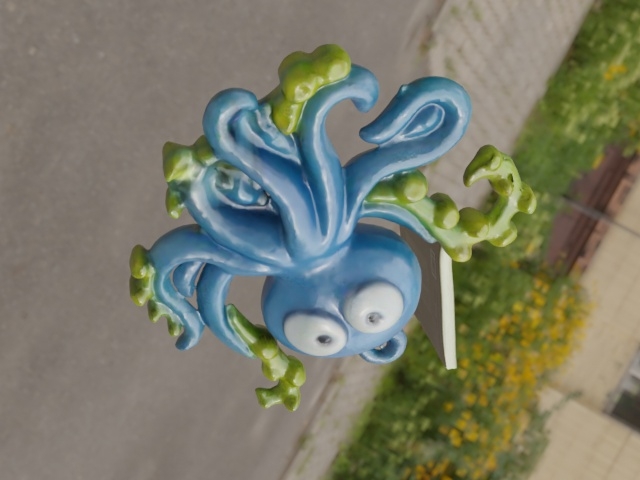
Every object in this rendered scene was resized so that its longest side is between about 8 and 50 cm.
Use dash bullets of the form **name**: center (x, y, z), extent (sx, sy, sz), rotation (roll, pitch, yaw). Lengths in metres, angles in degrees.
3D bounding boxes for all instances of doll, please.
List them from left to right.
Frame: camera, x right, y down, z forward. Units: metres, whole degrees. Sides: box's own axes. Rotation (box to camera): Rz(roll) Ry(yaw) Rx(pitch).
- **doll**: center (0.000, 0.000, 1.087), extent (0.346, 0.098, 0.341), rotation (-28, 132, 11)

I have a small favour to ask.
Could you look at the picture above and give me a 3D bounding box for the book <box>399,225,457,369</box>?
- **book**: center (0.113, 0.036, 1.375), extent (0.198, 0.016, 0.138), rotation (-115, -161, -69)
